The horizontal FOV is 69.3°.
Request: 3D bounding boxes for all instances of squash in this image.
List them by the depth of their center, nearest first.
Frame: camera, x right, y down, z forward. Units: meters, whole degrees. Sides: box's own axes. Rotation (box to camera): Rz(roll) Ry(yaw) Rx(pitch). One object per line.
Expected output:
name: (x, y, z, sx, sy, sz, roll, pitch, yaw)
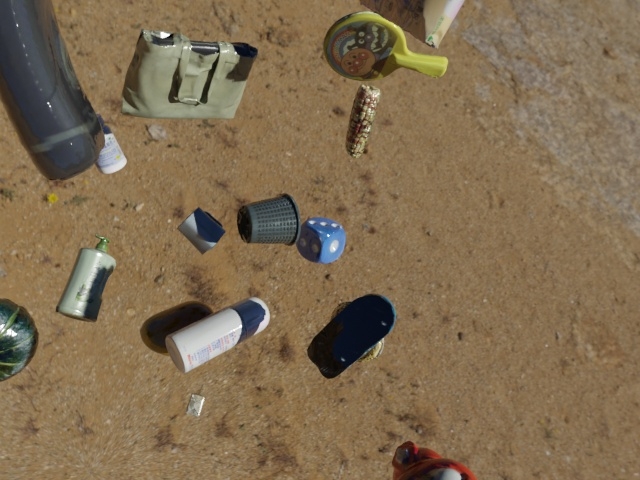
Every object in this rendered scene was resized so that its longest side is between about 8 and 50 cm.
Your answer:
squash: (-0.911, 0.273, 1.255, 0.252, 0.165, 0.252, -10, 114, -24)

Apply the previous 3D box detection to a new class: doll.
doll: (0.198, 0.460, 0.757, 0.182, 0.363, 0.160, -42, 109, 5)

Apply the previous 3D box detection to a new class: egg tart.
egg tart: (0.138, 0.327, 1.687, 0.094, 0.234, 0.234, -24, 77, -47)

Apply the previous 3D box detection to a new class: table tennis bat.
table tennis bat: (0.188, -0.526, 1.317, 0.368, 0.224, 0.054, 9, 61, -12)

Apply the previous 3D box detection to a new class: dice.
dice: (0.000, 0.000, 1.762, 0.146, 0.143, 0.146, 28, 31, 32)

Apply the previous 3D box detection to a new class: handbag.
handbag: (-0.332, -0.409, 1.178, 0.315, 0.253, 0.109, -6, 63, -33)

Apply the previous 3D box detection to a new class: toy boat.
toy boat: (0.100, 0.270, 1.355, 0.134, 0.299, 0.092, 51, 17, 17)

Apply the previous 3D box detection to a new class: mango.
mango: (-0.483, 0.313, 1.602, 0.254, 0.139, 0.176, -23, 72, -9)

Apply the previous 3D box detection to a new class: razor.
razor: (-0.470, -0.284, 0.777, 0.113, 0.349, 0.204, -12, 28, -8)

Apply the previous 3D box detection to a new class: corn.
corn: (0.137, -0.404, 1.586, 0.086, 0.253, 0.086, 10, 32, -6)

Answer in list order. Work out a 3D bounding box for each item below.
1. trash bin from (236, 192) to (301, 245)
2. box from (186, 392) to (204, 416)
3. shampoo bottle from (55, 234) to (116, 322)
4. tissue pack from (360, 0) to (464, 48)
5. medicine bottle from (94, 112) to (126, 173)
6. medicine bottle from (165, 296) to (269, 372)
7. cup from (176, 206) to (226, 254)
trash bin: (-0.173, -0.059, 1.458, 0.161, 0.175, 0.176, -8, 70, -31)
box: (-0.387, 0.507, 1.432, 0.045, 0.098, 0.062, 19, 73, -9)
shampoo bottle: (-0.634, 0.099, 1.279, 0.087, 0.118, 0.234, 3, 68, 21)
tissue pack: (0.216, -0.563, 0.943, 0.215, 0.257, 0.123, 39, 33, 17)
medicine bottle: (-0.752, -0.330, 1.585, 0.102, 0.187, 0.103, -8, 40, 6)
medicine bottle: (-0.317, 0.292, 1.506, 0.340, 0.130, 0.130, -24, 78, -35)
cup: (-0.384, -0.040, 1.532, 0.129, 0.095, 0.128, 47, 39, -15)
